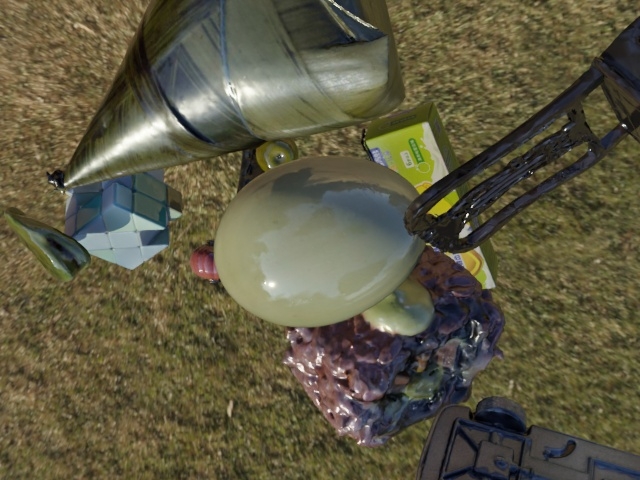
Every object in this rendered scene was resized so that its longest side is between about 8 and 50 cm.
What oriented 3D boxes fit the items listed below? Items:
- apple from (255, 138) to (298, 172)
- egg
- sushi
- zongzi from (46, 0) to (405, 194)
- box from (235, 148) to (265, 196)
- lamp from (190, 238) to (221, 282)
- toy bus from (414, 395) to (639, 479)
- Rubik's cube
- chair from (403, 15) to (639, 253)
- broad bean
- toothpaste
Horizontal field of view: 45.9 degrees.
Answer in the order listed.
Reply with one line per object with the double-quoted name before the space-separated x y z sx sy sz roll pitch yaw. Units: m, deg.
"apple" -0.090 -0.179 1.564 0.089 0.074 0.089 -1 108 -5
"egg" 0.000 0.000 0.833 0.241 0.186 0.186 -14 102 10
"sushi" 0.094 0.132 0.965 0.270 0.171 0.236 -26 136 -23
"zongzi" -0.080 -0.158 0.476 0.242 0.112 0.221 -13 84 17
"box" -0.077 -0.010 1.684 0.091 0.350 0.359 -12 140 20
"lamp" -0.229 0.044 1.637 0.107 0.107 0.092 -3 98 -9
"toy bus" 0.226 0.262 0.678 0.289 0.139 0.157 13 127 13
"Rubik's cube" -0.434 -0.086 1.617 0.224 0.213 0.265 -29 142 29
"chair" 0.170 -0.038 0.404 0.229 0.113 0.106 -44 148 15
"broad bean" -0.547 0.002 1.477 0.206 0.153 0.072 28 61 19
"toothpaste" 0.182 -0.057 1.211 0.110 0.077 0.327 -16 118 24
